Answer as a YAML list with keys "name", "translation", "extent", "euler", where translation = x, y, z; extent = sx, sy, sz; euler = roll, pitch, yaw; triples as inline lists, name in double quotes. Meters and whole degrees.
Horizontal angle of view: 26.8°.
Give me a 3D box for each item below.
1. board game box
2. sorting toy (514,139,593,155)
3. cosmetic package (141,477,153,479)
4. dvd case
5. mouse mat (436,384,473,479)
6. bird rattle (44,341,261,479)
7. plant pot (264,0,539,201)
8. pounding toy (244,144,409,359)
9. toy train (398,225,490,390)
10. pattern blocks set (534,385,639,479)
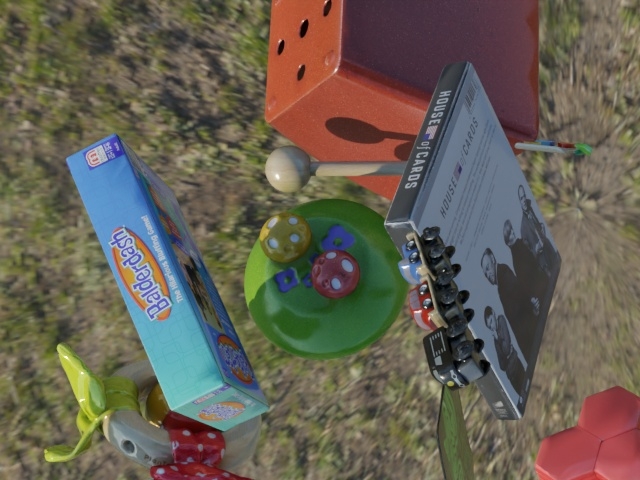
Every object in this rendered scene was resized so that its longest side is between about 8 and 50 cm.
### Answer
- name: "board game box"
  translation: [-0.115, 0.038, 1.041]
  extent: [0.047, 0.160, 0.210]
  euler: [-27, 73, 2]
- name: "sorting toy"
  translation: [0.252, -0.097, 1.394]
  extent: [0.083, 0.062, 0.012]
  euler: [9, 98, 37]
- name: "cosmetic package"
  translation: [-0.215, 0.402, 1.549]
  extent: [0.138, 0.224, 0.224]
  euler: [35, 95, 15]
- name: "dvd case"
  translation: [0.131, 0.003, 1.083]
  extent: [0.030, 0.179, 0.238]
  euler: [-5, 135, 31]
- name: "mouse mat"
  translation: [0.152, 0.239, 1.495]
  extent: [0.007, 0.152, 0.189]
  euler: [-6, 123, 15]
- name: "bird rattle"
  translation: [-0.143, 0.177, 1.311]
  extent: [0.253, 0.207, 0.143]
  euler: [20, 118, 27]
- name: "plant pot"
  translation: [0.081, -0.218, 1.572]
  extent: [0.236, 0.267, 0.267]
  euler: [13, 68, -27]
- name: "pounding toy"
  translation: [0.000, 0.000, 1.423]
  extent: [0.183, 0.110, 0.237]
  euler: [3, 71, 15]
- name: "toy train"
  translation: [0.072, 0.039, 0.821]
  extent: [0.036, 0.158, 0.027]
  euler: [-33, 118, 15]
- name: "pattern blocks set"
  translation: [0.313, 0.087, 0.772]
  extent: [0.325, 0.285, 0.026]
  euler: [-38, 127, -12]
